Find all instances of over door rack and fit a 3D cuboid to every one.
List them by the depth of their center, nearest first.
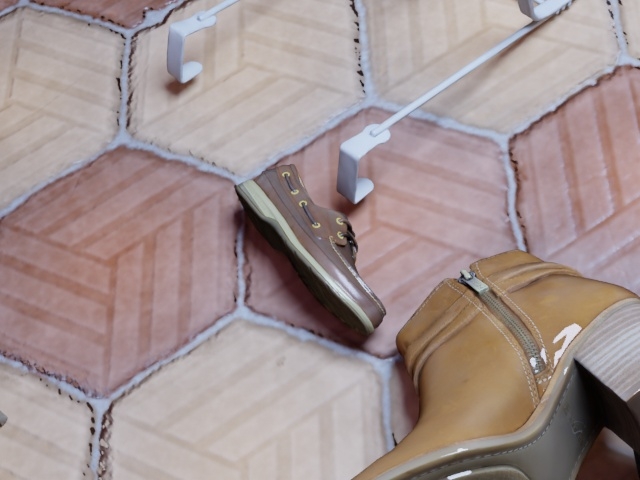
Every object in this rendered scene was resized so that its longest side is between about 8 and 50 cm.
[{"bbox_3d":[0.052,-0.216,0.963,0.239,0.108,0.324,37,69,28],"label":"over door rack"}]

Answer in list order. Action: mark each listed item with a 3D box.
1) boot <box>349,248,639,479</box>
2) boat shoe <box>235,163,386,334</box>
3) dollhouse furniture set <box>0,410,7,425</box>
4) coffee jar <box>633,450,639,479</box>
[{"bbox_3d":[0.090,0.102,0.731,0.283,0.109,0.220,-32,28,-9],"label":"boot"},{"bbox_3d":[0.000,0.000,0.878,0.060,0.064,0.178,-35,56,-10],"label":"boat shoe"},{"bbox_3d":[-0.322,0.158,0.811,0.144,0.123,0.151,20,65,21],"label":"dollhouse furniture set"},{"bbox_3d":[0.298,0.129,0.725,0.184,0.096,0.079,-17,20,0],"label":"coffee jar"}]
